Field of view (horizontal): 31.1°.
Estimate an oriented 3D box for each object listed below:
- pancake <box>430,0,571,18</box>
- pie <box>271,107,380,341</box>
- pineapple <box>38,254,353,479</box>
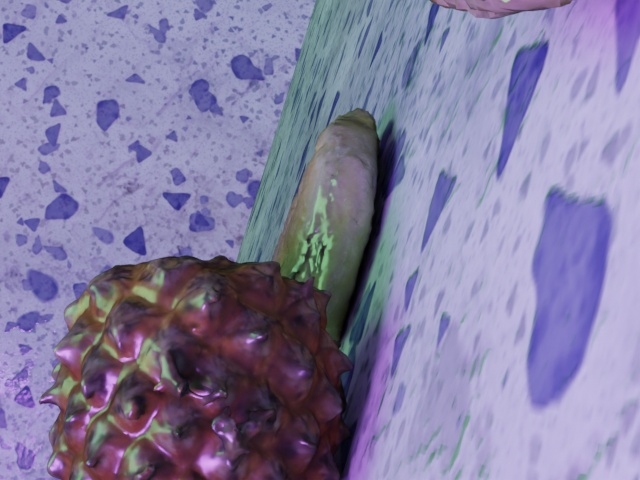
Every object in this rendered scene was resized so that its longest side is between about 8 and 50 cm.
[{"bbox_3d":[0.060,-0.246,0.317,0.382,0.071,0.382,178,90,-69],"label":"pancake"},{"bbox_3d":[-0.003,-0.001,0.784,0.218,0.052,0.185,123,162,-76],"label":"pie"},{"bbox_3d":[-0.060,0.105,0.574,0.166,0.166,0.193,134,136,-77],"label":"pineapple"}]
